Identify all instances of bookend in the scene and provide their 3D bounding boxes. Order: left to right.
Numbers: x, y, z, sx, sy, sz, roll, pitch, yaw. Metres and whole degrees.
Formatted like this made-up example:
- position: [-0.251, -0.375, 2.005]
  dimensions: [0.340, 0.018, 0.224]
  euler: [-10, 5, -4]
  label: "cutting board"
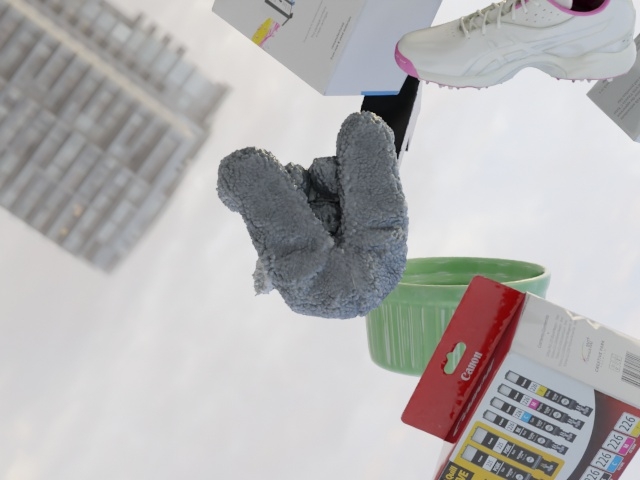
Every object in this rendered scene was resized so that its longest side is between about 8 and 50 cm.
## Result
- position: [0.094, -0.159, 2.160]
  dimensions: [0.157, 0.072, 0.156]
  euler: [83, 22, -73]
  label: "bookend"

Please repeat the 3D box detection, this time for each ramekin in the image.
- position: [0.210, 0.119, 2.356]
  dimensions: [0.303, 0.303, 0.148]
  euler: [-164, -109, -66]
  label: "ramekin"

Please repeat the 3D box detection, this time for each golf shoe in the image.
- position: [0.243, -0.268, 1.859]
  dimensions: [0.115, 0.306, 0.140]
  euler: [-100, -173, -49]
  label: "golf shoe"

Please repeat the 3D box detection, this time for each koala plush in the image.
- position: [0.000, 0.000, 1.612]
  dimensions: [0.196, 0.203, 0.221]
  euler: [-17, 170, -9]
  label: "koala plush"

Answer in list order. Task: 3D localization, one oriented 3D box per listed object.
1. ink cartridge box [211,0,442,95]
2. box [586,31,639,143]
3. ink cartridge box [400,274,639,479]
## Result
- position: [0.008, -0.322, 1.995]
  dimensions: [0.232, 0.171, 0.168]
  euler: [40, -62, 29]
  label: "ink cartridge box"
- position: [0.538, -0.243, 2.312]
  dimensions: [0.181, 0.182, 0.119]
  euler: [-50, -117, 19]
  label: "box"
- position: [0.257, 0.232, 1.933]
  dimensions: [0.130, 0.271, 0.309]
  euler: [-64, 176, -51]
  label: "ink cartridge box"
